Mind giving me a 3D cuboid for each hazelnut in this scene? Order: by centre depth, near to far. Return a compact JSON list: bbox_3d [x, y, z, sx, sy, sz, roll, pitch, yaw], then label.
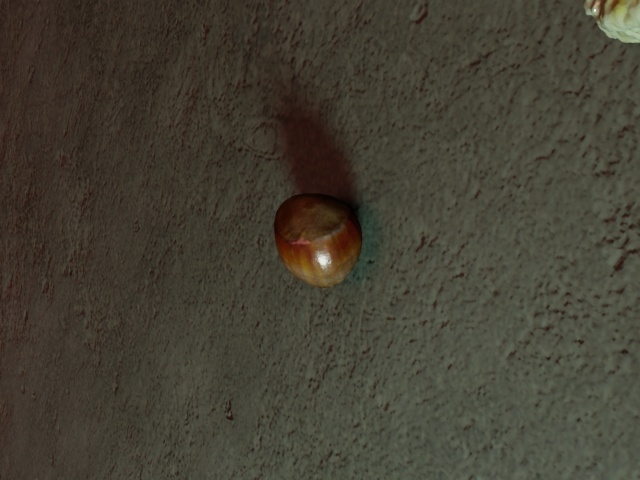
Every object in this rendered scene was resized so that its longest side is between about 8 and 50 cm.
[{"bbox_3d":[0.000,0.000,0.733,0.086,0.086,0.086,3,93,50],"label":"hazelnut"}]

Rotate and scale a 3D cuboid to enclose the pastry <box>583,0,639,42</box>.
[{"bbox_3d":[0.210,-0.227,0.454,0.121,0.089,0.259,16,102,52],"label":"pastry"}]
